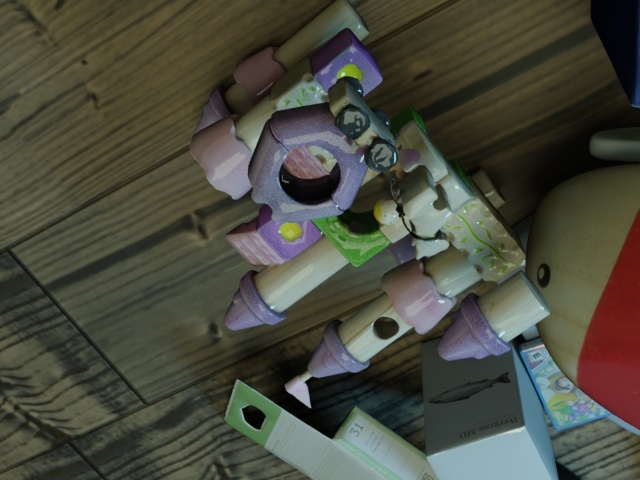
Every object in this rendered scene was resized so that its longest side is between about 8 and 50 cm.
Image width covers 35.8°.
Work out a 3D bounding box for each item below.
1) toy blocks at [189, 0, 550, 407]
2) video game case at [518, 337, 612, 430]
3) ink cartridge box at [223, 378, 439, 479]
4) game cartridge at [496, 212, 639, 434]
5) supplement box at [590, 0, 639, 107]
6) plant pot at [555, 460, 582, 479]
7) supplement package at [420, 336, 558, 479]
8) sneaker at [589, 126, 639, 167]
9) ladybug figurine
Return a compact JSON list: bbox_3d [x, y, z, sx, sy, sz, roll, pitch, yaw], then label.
[{"bbox_3d":[0.000,0.000,0.844,0.260,0.309,0.288,-36,113,16],"label":"toy blocks"},{"bbox_3d":[0.302,0.128,1.017,0.166,0.015,0.119,-20,118,16],"label":"video game case"},{"bbox_3d":[0.010,0.225,1.093,0.235,0.056,0.171,35,153,7],"label":"ink cartridge box"},{"bbox_3d":[0.316,0.075,1.022,0.198,0.062,0.297,-37,113,19],"label":"game cartridge"},{"bbox_3d":[0.396,-0.239,0.735,0.356,0.195,0.194,-4,122,7],"label":"supplement box"},{"bbox_3d":[0.257,0.372,1.147,0.167,0.188,0.187,21,122,-24],"label":"plant pot"},{"bbox_3d":[0.171,0.180,1.022,0.105,0.179,0.105,-21,118,15],"label":"supplement package"},{"bbox_3d":[0.368,-0.016,0.895,0.295,0.104,0.147,8,106,-15],"label":"sneaker"},{"bbox_3d":[0.363,0.094,0.798,0.449,0.162,0.305,21,154,27],"label":"ladybug figurine"}]
